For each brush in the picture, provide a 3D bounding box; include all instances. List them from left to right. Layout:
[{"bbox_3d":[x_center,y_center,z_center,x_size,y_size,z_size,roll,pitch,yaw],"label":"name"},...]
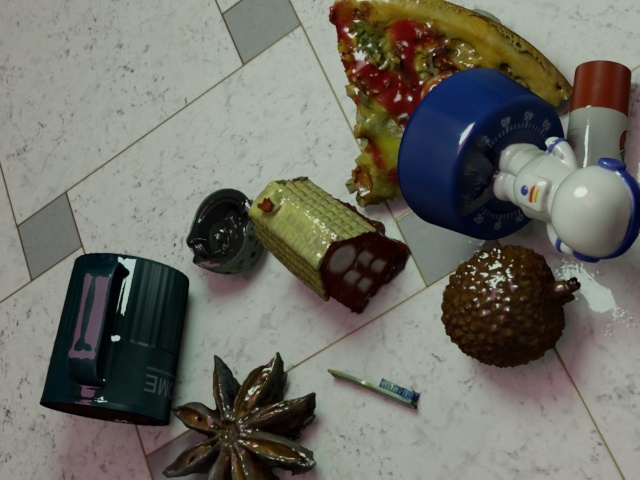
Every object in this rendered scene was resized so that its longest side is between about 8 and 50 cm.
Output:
[{"bbox_3d":[0.092,0.250,1.860,0.179,0.033,0.030,18,77,33],"label":"brush"}]

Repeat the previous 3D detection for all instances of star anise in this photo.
[{"bbox_3d":[-0.137,0.353,1.909,0.332,0.117,0.331,-11,61,21],"label":"star anise"}]

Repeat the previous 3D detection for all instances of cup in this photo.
[{"bbox_3d":[-0.398,0.179,2.005,0.242,0.308,0.292,-3,69,35],"label":"cup"}]

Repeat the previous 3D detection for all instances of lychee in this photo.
[{"bbox_3d":[0.300,0.104,1.697,0.238,0.200,0.200,-18,65,33],"label":"lychee"}]

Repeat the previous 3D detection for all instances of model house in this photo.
[{"bbox_3d":[0.000,0.000,1.866,0.196,0.254,0.160,41,99,34],"label":"model house"}]

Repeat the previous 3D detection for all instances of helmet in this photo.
[{"bbox_3d":[-0.168,-0.006,2.053,0.153,0.107,0.177,-36,41,18],"label":"helmet"}]

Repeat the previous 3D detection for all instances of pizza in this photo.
[{"bbox_3d":[0.177,-0.211,1.855,0.440,0.130,0.406,22,113,-3],"label":"pizza"}]

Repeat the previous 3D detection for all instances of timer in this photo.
[{"bbox_3d":[0.329,-0.085,1.617,0.383,0.270,0.270,35,92,48],"label":"timer"}]

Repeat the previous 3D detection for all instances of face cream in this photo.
[{"bbox_3d":[0.455,-0.181,1.759,0.096,0.096,0.214,2,74,30],"label":"face cream"}]

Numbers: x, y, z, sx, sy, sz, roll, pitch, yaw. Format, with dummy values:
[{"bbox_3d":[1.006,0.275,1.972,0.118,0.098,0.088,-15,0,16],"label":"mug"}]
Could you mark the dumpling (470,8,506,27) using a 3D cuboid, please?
[{"bbox_3d":[0.250,-0.337,1.909,0.188,0.127,0.108,-36,52,8],"label":"dumpling"}]
